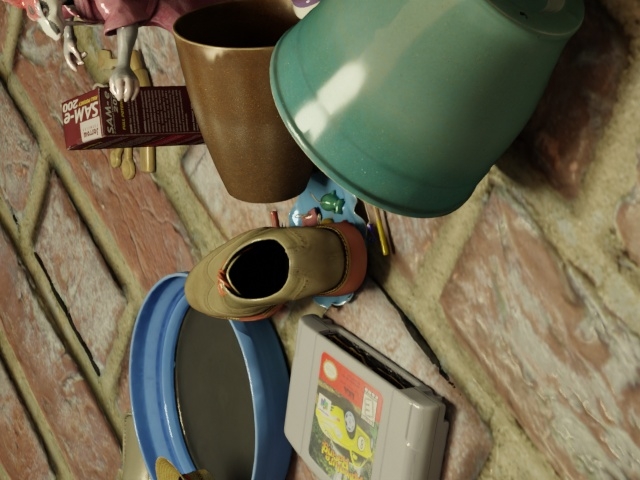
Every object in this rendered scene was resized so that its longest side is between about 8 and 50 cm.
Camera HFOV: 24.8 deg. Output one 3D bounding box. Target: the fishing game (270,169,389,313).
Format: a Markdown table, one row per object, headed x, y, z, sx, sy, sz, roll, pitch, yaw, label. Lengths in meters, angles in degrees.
| x | y | z | sx | sy | sz | roll | pitch | yaw | label |
| --- | --- | --- | --- | --- | --- | --- | --- | --- | --- |
| 0.000 | 0.000 | 1.923 | 0.264 | 0.041 | 0.189 | -23 | 73 | 55 | fishing game |

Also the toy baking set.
| x | y | z | sx | sy | sz | roll | pitch | yaw | label |
| --- | --- | --- | --- | --- | --- | --- | --- | --- | --- |
| -0.324 | -0.217 | 2.385 | 0.197 | 0.030 | 0.256 | -32 | 68 | 54 | toy baking set |

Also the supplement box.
| x | y | z | sx | sy | sz | roll | pitch | yaw | label |
| --- | --- | --- | --- | --- | --- | --- | --- | --- | --- |
| -0.228 | -0.174 | 2.057 | 0.130 | 0.239 | 0.073 | -10 | 87 | 56 | supplement box |

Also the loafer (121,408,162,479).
| x | y | z | sx | sy | sz | roll | pitch | yaw | label |
| --- | --- | --- | --- | --- | --- | --- | --- | --- | --- |
| -0.284 | 0.427 | 2.342 | 0.112 | 0.111 | 0.319 | -19 | 79 | 56 | loafer |

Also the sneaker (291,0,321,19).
| x | y | z | sx | sy | sz | roll | pitch | yaw | label |
| --- | --- | --- | --- | --- | --- | --- | --- | --- | --- |
| -0.045 | -0.362 | 1.733 | 0.124 | 0.107 | 0.283 | 51 | 179 | -28 | sneaker |

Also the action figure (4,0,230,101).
| x | y | z | sx | sy | sz | roll | pitch | yaw | label |
| --- | --- | --- | --- | --- | --- | --- | --- | --- | --- |
| -0.244 | -0.337 | 1.945 | 0.248 | 0.370 | 0.276 | 26 | 109 | 43 | action figure |

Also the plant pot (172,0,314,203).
| x | y | z | sx | sy | sz | roll | pitch | yaw | label |
| --- | --- | --- | --- | --- | --- | --- | --- | --- | --- |
| -0.075 | -0.172 | 1.885 | 0.215 | 0.215 | 0.230 | 32 | 131 | 50 | plant pot |

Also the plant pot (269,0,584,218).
| x | y | z | sx | sy | sz | roll | pitch | yaw | label |
| --- | --- | --- | --- | --- | --- | --- | --- | --- | --- |
| 0.125 | -0.205 | 1.517 | 0.255 | 0.271 | 0.272 | -47 | 56 | 41 | plant pot |

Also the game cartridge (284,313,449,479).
| x | y | z | sx | sy | sz | roll | pitch | yaw | label |
| --- | --- | --- | --- | --- | --- | --- | --- | --- | --- |
| 0.050 | 0.237 | 1.872 | 0.294 | 0.060 | 0.196 | 31 | 124 | 50 | game cartridge |

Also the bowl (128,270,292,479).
| x | y | z | sx | sy | sz | roll | pitch | yaw | label |
| --- | --- | --- | --- | --- | --- | --- | --- | --- | --- |
| -0.165 | 0.238 | 2.170 | 0.391 | 0.077 | 0.391 | 13 | 106 | 55 | bowl |

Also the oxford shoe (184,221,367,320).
| x | y | z | sx | sy | sz | roll | pitch | yaw | label |
| --- | --- | --- | --- | --- | --- | --- | --- | --- | --- |
| -0.095 | 0.036 | 1.907 | 0.348 | 0.130 | 0.123 | -19 | 77 | 50 | oxford shoe |

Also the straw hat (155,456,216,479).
| x | y | z | sx | sy | sz | roll | pitch | yaw | label |
| --- | --- | --- | --- | --- | --- | --- | --- | --- | --- |
| -0.176 | 0.362 | 2.080 | 0.144 | 0.061 | 0.144 | 44 | 147 | 40 | straw hat |
